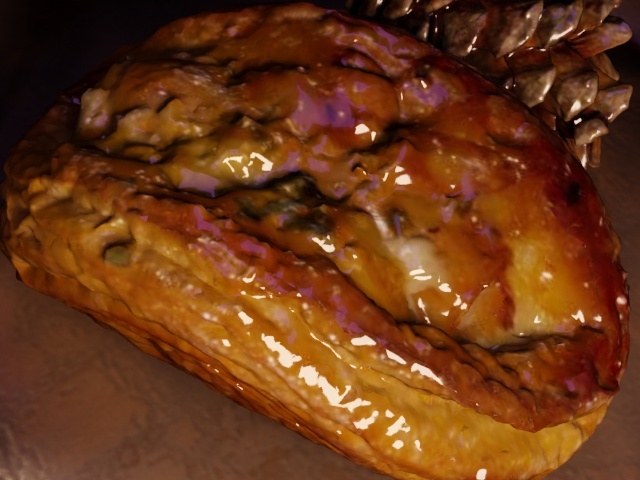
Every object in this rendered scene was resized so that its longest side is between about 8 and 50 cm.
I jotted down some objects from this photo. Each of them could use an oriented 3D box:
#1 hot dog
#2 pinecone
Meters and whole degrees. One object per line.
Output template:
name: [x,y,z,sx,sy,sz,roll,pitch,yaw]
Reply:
hot dog: [0.000,0.000,1.086,0.387,0.174,0.267,26,53,11]
pinecone: [0.117,-0.138,1.206,0.204,0.184,0.179,40,74,13]
